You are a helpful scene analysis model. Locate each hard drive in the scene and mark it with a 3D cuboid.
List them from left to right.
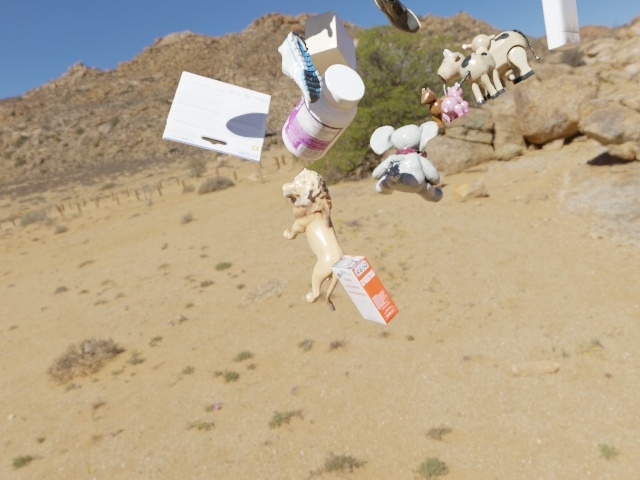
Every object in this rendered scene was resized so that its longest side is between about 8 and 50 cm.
[{"bbox_3d":[0.617,-0.686,1.216,0.047,0.354,0.233,-4,15,40],"label":"hard drive"}]

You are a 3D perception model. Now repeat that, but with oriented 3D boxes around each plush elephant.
[{"bbox_3d":[0.331,-0.318,1.779,0.271,0.256,0.330,10,-7,24],"label":"plush elephant"}]

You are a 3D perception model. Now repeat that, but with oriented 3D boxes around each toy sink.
[{"bbox_3d":[0.039,-0.732,1.791,0.131,0.153,0.234,-7,-11,22],"label":"toy sink"}]

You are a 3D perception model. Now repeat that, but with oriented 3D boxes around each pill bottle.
[{"bbox_3d":[0.008,-0.390,1.436,0.169,0.170,0.301,-18,-13,-33],"label":"pill bottle"}]

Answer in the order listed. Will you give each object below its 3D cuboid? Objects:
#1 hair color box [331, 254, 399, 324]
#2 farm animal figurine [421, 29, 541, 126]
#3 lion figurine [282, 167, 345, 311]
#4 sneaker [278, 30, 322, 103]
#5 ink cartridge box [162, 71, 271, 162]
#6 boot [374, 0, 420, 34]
[{"bbox_3d":[0.106,0.116,1.115,0.053,0.167,0.093,-42,20,-22],"label":"hair color box"},{"bbox_3d":[0.406,-0.446,1.214,0.326,0.172,0.330,-30,6,-8],"label":"farm animal figurine"},{"bbox_3d":[0.000,0.000,1.376,0.142,0.393,0.240,-19,-14,-33],"label":"lion figurine"},{"bbox_3d":[-0.058,-0.445,1.235,0.082,0.191,0.071,-23,-7,39],"label":"sneaker"},{"bbox_3d":[-0.353,-0.417,1.628,0.323,0.331,0.071,13,-32,-13],"label":"ink cartridge box"},{"bbox_3d":[0.264,-0.789,1.600,0.077,0.197,0.137,-54,7,14],"label":"boot"}]
